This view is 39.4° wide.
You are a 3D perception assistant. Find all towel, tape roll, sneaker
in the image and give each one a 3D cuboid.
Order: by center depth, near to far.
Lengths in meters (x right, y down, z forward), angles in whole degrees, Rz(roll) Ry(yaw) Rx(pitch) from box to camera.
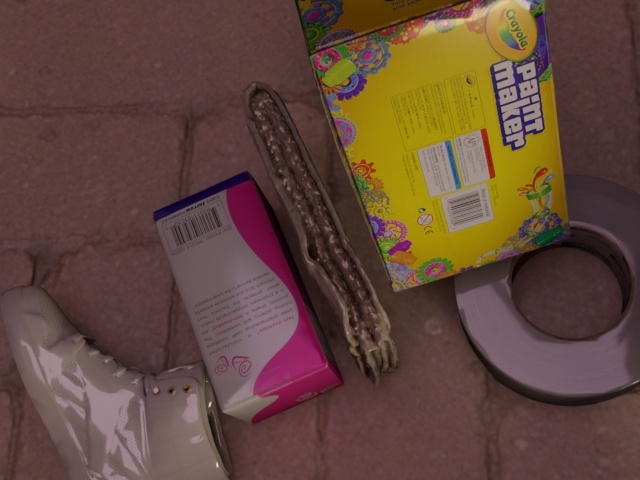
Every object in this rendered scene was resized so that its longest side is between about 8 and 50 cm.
[{"bbox_3d":[0.242,0.049,0.872,0.219,0.072,0.219,-4,71,11],"label":"tape roll"},{"bbox_3d":[0.000,0.000,0.876,0.049,0.187,0.282,-24,68,-2],"label":"towel"},{"bbox_3d":[-0.199,0.146,0.917,0.169,0.108,0.292,-30,79,-1],"label":"sneaker"}]

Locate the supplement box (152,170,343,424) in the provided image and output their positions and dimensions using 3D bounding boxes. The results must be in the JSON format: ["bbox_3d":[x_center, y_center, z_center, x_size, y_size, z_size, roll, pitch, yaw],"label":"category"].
[{"bbox_3d":[-0.073,0.061,0.909,0.111,0.114,0.220,-23,68,2],"label":"supplement box"}]

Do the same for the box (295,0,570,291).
[{"bbox_3d":[0.087,-0.164,0.813,0.177,0.290,0.279,-18,47,5],"label":"box"}]
